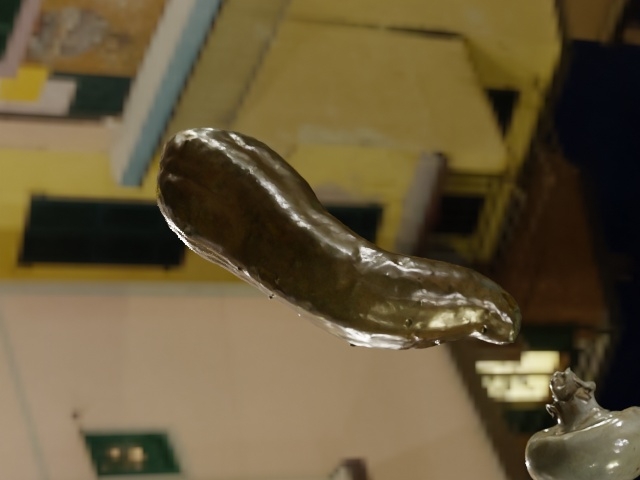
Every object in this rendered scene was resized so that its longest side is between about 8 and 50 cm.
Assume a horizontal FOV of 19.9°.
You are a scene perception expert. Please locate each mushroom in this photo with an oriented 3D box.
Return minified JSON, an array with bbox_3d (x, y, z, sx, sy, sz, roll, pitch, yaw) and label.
[{"bbox_3d":[0.166,0.118,1.138,0.085,0.085,0.079,-27,-104,59],"label":"mushroom"}]

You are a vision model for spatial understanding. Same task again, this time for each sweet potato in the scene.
[{"bbox_3d":[-0.002,0.004,0.992,0.233,0.081,0.062,29,-41,23],"label":"sweet potato"}]
